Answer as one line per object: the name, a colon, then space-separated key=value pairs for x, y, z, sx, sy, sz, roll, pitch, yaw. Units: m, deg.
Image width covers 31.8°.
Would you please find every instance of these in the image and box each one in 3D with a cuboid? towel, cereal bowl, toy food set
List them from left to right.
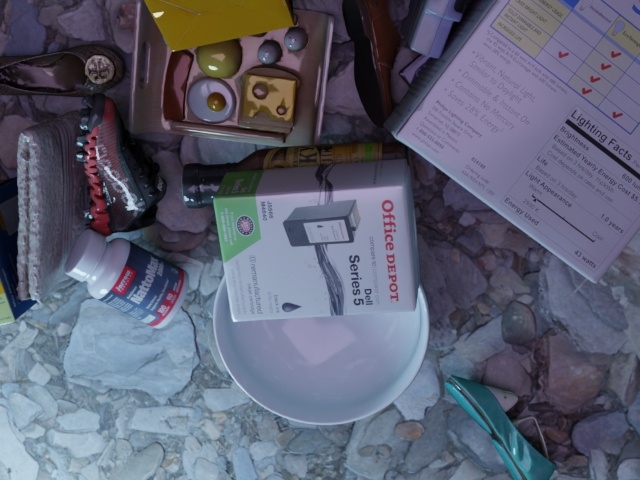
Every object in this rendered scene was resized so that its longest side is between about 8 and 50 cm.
towel: x=-0.422 y=-0.053 z=1.776 sx=0.049 sy=0.187 sz=0.282 roll=6 pitch=106 yaw=10
toy food set: x=-0.139 y=-0.255 z=1.734 sx=0.306 sy=0.092 sz=0.220 roll=8 pitch=105 yaw=6
cereal bowl: x=0.008 y=0.115 z=1.787 sx=0.338 sy=0.141 sz=0.339 roll=2 pitch=104 yaw=7

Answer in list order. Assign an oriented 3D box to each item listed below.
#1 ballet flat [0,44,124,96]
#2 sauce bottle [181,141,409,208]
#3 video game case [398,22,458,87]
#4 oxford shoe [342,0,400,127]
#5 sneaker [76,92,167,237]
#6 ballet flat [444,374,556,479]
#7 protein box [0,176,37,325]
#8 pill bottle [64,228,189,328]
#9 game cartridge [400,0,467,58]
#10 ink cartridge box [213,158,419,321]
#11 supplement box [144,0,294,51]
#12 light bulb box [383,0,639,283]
ballet flat: x=-0.437 y=-0.267 z=1.788 sx=0.249 sy=0.058 sz=0.084 roll=0 pitch=105 yaw=7
sauce bottle: x=-0.037 y=-0.088 z=1.706 sx=0.344 sy=0.111 sz=0.111 roll=-4 pitch=104 yaw=7
video game case: x=0.282 y=-0.215 z=1.726 sx=0.196 sy=0.026 sz=0.274 roll=-39 pitch=96 yaw=15
oxford shoe: x=0.093 y=-0.277 z=1.714 sx=0.076 sy=0.076 sz=0.212 roll=-20 pitch=115 yaw=-26
sneaker: x=-0.310 y=-0.117 z=1.759 sx=0.135 sy=0.098 sz=0.276 roll=0 pitch=134 yaw=-3
ballet flat: x=0.303 y=0.299 z=1.839 sx=0.087 sy=0.083 sz=0.247 roll=-38 pitch=98 yaw=-10
protein box: x=-0.543 y=0.023 z=1.803 sx=0.136 sy=0.201 sz=0.200 roll=-14 pitch=102 yaw=11
pill bottle: x=-0.312 y=0.058 z=1.801 sx=0.180 sy=0.108 sz=0.108 roll=30 pitch=108 yaw=-26
game cartridge: x=0.201 y=-0.439 z=1.571 sx=0.068 sy=0.230 sz=0.355 roll=17 pitch=107 yaw=-9
ink cartridge box: x=0.000 y=0.000 z=1.616 sx=0.272 sy=0.115 sz=0.198 roll=-4 pitch=111 yaw=8
supplement box: x=-0.147 y=-0.405 z=1.626 sx=0.191 sy=0.194 sz=0.129 roll=-10 pitch=147 yaw=10
light bulb box: x=0.338 y=-0.198 z=1.582 sx=0.358 sy=0.225 sz=0.361 roll=36 pitch=98 yaw=-8
